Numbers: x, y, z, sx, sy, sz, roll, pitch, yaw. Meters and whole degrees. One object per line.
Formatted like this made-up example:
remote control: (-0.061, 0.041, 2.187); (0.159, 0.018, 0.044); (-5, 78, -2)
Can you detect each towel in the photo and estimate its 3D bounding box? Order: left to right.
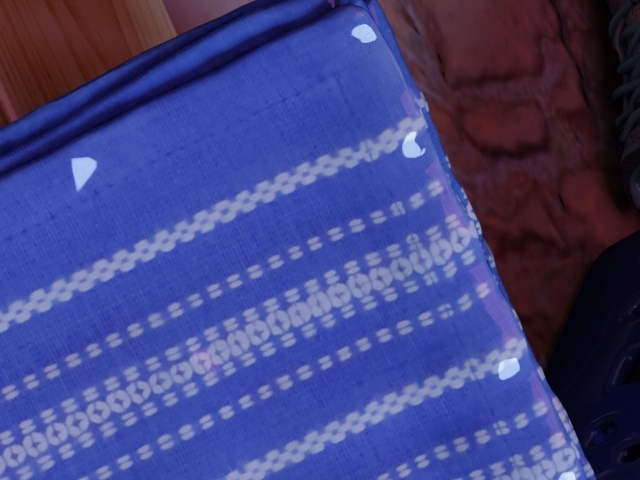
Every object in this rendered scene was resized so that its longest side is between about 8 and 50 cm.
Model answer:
towel: (-0.022, 0.120, 0.543); (0.336, 0.243, 0.040); (64, -9, -4)

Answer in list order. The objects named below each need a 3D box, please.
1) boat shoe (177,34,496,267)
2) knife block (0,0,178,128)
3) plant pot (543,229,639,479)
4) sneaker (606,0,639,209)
boat shoe: (0.000, 0.000, 0.737); (0.226, 0.083, 0.076); (30, 47, -39)
knife block: (-0.114, -0.093, 0.647); (0.275, 0.088, 0.242); (36, 45, -32)
plant pot: (0.245, 0.097, 0.850); (0.236, 0.212, 0.236); (42, 41, -11)
sneaker: (0.210, -0.077, 1.026); (0.122, 0.110, 0.283); (-17, 71, -30)
